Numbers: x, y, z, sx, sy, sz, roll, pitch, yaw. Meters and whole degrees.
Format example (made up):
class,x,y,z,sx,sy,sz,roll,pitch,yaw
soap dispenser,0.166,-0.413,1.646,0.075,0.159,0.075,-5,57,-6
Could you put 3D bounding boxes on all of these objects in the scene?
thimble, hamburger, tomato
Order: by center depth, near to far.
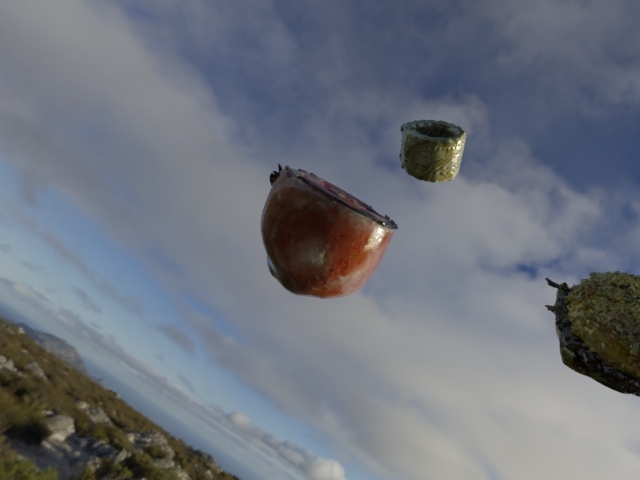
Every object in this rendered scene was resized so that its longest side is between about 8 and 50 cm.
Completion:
class,x,y,z,sx,sy,sz,roll,pitch,yaw
tomato,0.000,0.000,0.559,0.181,0.155,0.214,28,9,15
hamburger,0.506,0.140,0.665,0.262,0.243,0.138,11,-53,16
thimble,0.320,-0.265,1.192,0.191,0.137,0.143,15,-44,17
